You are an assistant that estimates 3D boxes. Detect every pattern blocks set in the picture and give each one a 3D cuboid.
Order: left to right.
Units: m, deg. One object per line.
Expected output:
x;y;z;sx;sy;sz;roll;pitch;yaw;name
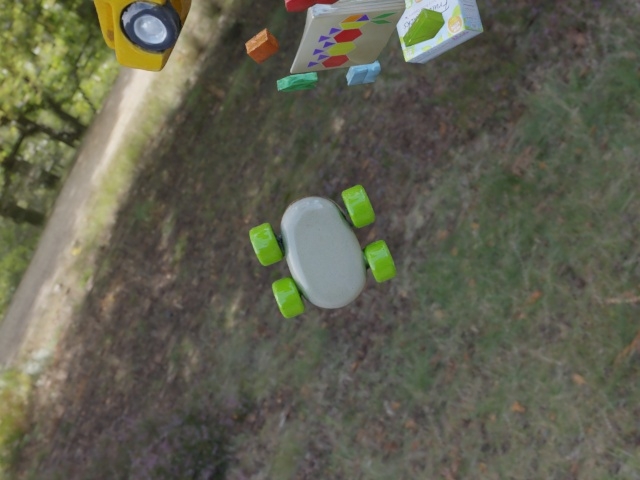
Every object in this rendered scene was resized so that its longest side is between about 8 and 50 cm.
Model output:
0.037;-0.293;1.262;0.325;0.285;0.026;139;120;-63;pattern blocks set

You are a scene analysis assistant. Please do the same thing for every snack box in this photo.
0.237;-0.505;1.899;0.174;0.070;0.207;-22;80;46;snack box

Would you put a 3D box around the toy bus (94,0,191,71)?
-0.161;-0.295;0.698;0.333;0.130;0.108;102;179;-51;toy bus

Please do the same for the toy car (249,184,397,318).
0.000;0.000;1.198;0.155;0.149;0.188;-22;13;2;toy car
